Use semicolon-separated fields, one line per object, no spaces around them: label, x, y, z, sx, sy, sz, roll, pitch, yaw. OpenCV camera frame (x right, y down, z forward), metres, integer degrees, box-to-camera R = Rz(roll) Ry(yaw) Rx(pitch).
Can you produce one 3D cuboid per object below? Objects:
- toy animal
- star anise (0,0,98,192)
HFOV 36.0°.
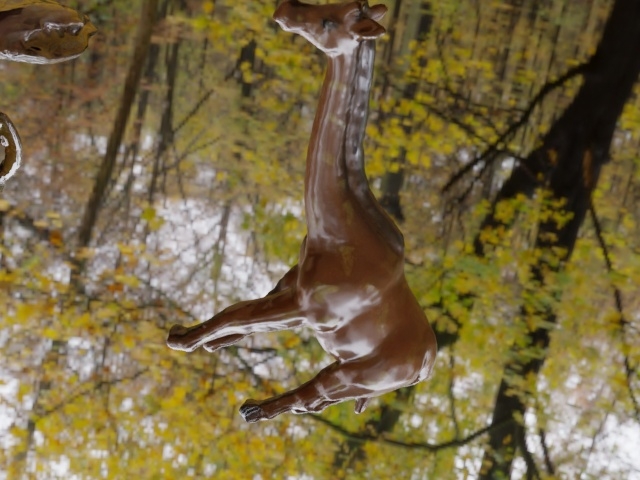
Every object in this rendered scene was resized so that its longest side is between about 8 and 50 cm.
toy animal;0.000;0.000;0.550;0.224;0.230;0.066;44;-150;-18
star anise;-0.210;-0.111;0.507;0.093;0.236;0.229;17;-166;38
